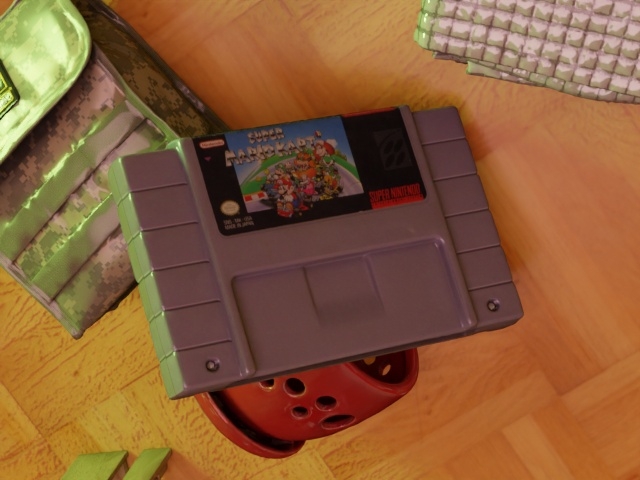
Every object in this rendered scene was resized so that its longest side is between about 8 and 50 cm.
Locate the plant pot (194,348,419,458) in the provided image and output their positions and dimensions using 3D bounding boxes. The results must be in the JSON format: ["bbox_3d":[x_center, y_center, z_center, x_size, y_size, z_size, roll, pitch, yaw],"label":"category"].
[{"bbox_3d":[-0.024,0.112,1.704,0.174,0.191,0.191,-39,96,25],"label":"plant pot"}]

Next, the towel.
[{"bbox_3d":[0.243,-0.254,1.580,0.284,0.121,0.235,12,110,5],"label":"towel"}]

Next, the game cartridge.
[{"bbox_3d":[0.000,0.000,1.585,0.355,0.068,0.230,-11,80,-27],"label":"game cartridge"}]

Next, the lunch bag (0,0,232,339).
[{"bbox_3d":[-0.246,-0.093,1.695,0.287,0.169,0.235,45,106,0],"label":"lunch bag"}]

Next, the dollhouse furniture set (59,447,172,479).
[{"bbox_3d":[-0.191,0.313,1.828,0.144,0.123,0.151,-7,105,13],"label":"dollhouse furniture set"}]
